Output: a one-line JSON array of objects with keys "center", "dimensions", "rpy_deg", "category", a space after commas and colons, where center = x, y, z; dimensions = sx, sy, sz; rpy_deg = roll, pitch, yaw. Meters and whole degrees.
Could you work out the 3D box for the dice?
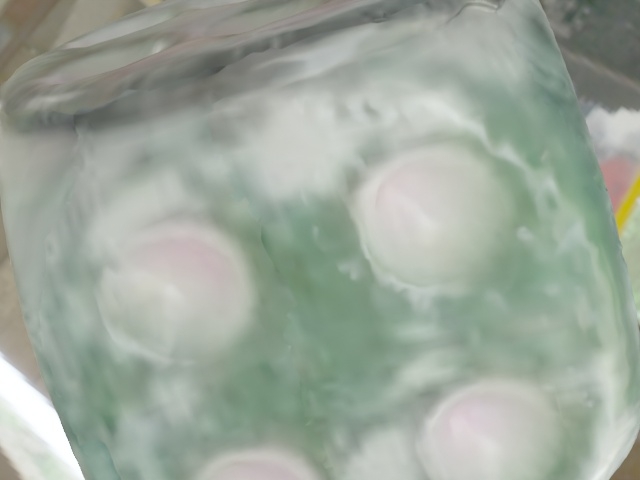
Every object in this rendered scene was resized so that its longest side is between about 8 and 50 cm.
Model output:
[{"center": [0.000, 0.000, 0.894], "dimensions": [0.330, 0.328, 0.348], "rpy_deg": [-102, -5, -67], "category": "dice"}]
